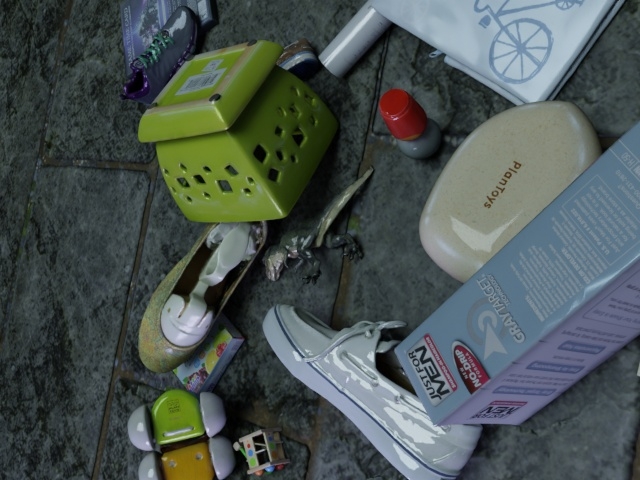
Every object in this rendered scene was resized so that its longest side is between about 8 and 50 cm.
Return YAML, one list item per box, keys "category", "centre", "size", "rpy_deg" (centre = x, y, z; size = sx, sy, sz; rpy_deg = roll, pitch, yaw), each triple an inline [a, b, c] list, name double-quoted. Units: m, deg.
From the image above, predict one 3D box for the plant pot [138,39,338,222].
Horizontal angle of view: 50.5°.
- category: "plant pot"
  centre: [-0.139, -0.180, 1.092]
  size: [0.228, 0.207, 0.227]
  rpy_deg: [0, 48, 36]

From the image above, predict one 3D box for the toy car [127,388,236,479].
- category: "toy car"
  centre: [-0.234, 0.337, 1.165]
  size: [0.159, 0.136, 0.182]
  rpy_deg: [-13, 94, -6]

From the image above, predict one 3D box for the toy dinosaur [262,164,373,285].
- category: "toy dinosaur"
  centre: [0.000, 0.000, 1.099]
  size: [0.268, 0.064, 0.118]
  rpy_deg: [-40, 53, 21]

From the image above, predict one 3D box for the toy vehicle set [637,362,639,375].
- category: "toy vehicle set"
  centre: [0.495, 0.100, 0.713]
  size: [0.267, 0.035, 0.166]
  rpy_deg: [12, 89, 38]

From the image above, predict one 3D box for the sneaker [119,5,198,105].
- category: "sneaker"
  centre: [-0.327, -0.371, 1.376]
  size: [0.083, 0.098, 0.223]
  rpy_deg: [39, 113, 22]

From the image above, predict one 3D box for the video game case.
- category: "video game case"
  centre: [-0.334, -0.491, 1.469]
  size: [0.274, 0.026, 0.196]
  rpy_deg: [-22, 69, 33]

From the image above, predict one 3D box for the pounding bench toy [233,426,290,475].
- category: "pounding bench toy"
  centre: [-0.101, 0.352, 1.111]
  size: [0.083, 0.052, 0.065]
  rpy_deg: [-30, 65, 30]

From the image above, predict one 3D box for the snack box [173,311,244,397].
- category: "snack box"
  centre: [-0.209, 0.201, 1.231]
  size: [0.100, 0.037, 0.141]
  rpy_deg: [42, 106, 36]

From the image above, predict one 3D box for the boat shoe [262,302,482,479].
- category: "boat shoe"
  centre: [0.075, 0.170, 0.960]
  size: [0.367, 0.136, 0.156]
  rpy_deg: [39, 106, 32]

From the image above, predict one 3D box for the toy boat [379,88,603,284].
- category: "toy boat"
  centre: [0.211, -0.094, 0.910]
  size: [0.267, 0.148, 0.318]
  rpy_deg: [-50, 60, 3]

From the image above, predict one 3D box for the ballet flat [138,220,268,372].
- category: "ballet flat"
  centre: [-0.198, 0.076, 1.155]
  size: [0.123, 0.123, 0.348]
  rpy_deg: [27, 83, 38]

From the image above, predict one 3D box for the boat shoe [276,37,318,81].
- category: "boat shoe"
  centre: [-0.086, -0.300, 1.223]
  size: [0.183, 0.066, 0.066]
  rpy_deg: [-22, 64, 22]

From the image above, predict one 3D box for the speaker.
- category: "speaker"
  centre: [0.060, -0.333, 1.118]
  size: [0.136, 0.055, 0.055]
  rpy_deg: [-44, 58, 23]

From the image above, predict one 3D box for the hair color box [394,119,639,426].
- category: "hair color box"
  centre: [0.279, 0.061, 0.758]
  size: [0.374, 0.185, 0.113]
  rpy_deg: [-49, 48, 27]

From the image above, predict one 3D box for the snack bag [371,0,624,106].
- category: "snack bag"
  centre: [0.265, -0.390, 0.961]
  size: [0.342, 0.037, 0.323]
  rpy_deg: [40, 107, 27]
